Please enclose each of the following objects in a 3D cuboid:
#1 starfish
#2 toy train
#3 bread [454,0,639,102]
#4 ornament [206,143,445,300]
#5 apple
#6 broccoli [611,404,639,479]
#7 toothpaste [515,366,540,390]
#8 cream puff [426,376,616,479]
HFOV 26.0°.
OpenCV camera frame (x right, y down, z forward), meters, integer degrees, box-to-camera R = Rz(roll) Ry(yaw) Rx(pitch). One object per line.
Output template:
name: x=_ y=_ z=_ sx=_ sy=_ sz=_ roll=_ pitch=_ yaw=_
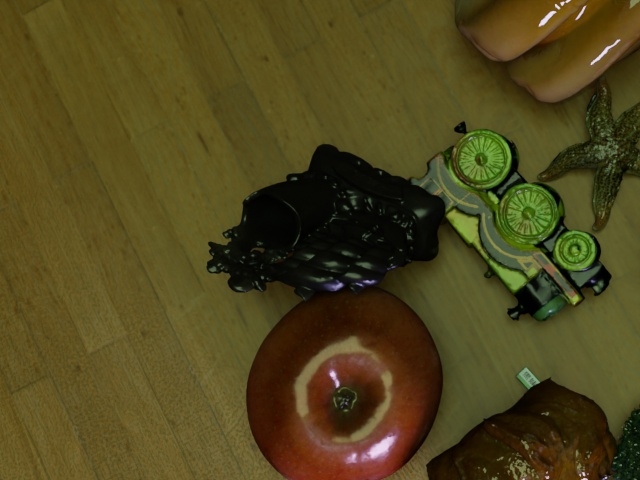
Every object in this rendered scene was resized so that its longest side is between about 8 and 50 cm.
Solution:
starfish: x=0.408 y=-0.112 z=1.881 sx=0.176 sy=0.053 sz=0.208 roll=27 pitch=92 yaw=1
toy train: x=0.253 y=-0.020 z=1.859 sx=0.160 sy=0.100 sz=0.296 roll=-42 pitch=79 yaw=7
bread: x=0.375 y=-0.386 z=1.856 sx=0.424 sy=0.329 sz=0.245 roll=-45 pitch=119 yaw=-1
ornament: x=0.000 y=0.000 z=1.800 sx=0.251 sy=0.106 sz=0.260 roll=25 pitch=43 yaw=27
apple: x=0.030 y=0.193 z=1.801 sx=0.272 sy=0.206 sz=0.251 roll=-37 pitch=81 yaw=0
broccoli: x=0.491 y=0.276 z=1.756 sx=0.194 sy=0.220 sz=0.194 roll=1 pitch=88 yaw=-25
toothpaste: x=0.297 y=0.207 z=1.856 sx=0.020 sy=0.017 sz=0.083 roll=-42 pitch=79 yaw=0
cream puff: x=0.258 y=0.286 z=1.752 sx=0.269 sy=0.241 sz=0.155 roll=-28 pitch=76 yaw=-24
